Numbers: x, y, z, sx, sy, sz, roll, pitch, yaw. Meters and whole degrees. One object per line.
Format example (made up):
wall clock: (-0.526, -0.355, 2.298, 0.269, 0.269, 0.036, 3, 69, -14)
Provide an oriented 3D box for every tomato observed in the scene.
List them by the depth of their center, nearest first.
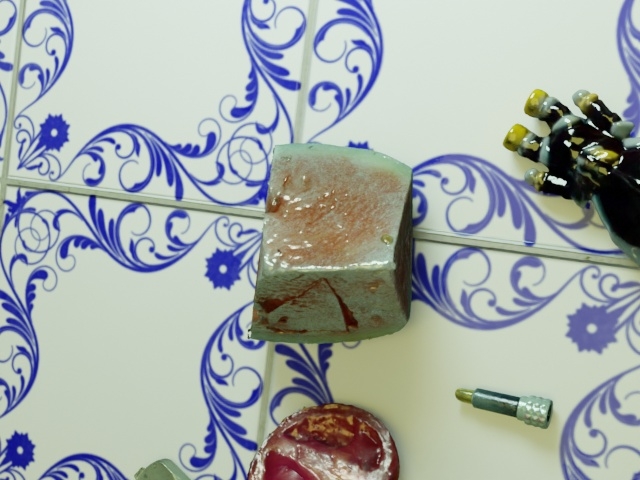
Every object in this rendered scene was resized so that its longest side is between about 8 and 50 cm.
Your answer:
tomato: (0.006, 0.309, 1.080, 0.173, 0.099, 0.189, 31, 61, 34)

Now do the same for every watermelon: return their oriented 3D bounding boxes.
watermelon: (0.000, 0.000, 1.025, 0.213, 0.201, 0.261, 1, 86, 13)

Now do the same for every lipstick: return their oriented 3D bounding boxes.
lipstick: (0.221, 0.199, 1.024, 0.116, 0.037, 0.037, 8, 93, 28)

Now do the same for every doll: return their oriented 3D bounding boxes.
doll: (0.345, -0.059, 0.936, 0.316, 0.103, 0.145, 37, 88, 26)

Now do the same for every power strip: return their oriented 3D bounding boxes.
power strip: (-0.175, 0.399, 1.185, 0.227, 0.029, 0.080, 39, 102, 18)
